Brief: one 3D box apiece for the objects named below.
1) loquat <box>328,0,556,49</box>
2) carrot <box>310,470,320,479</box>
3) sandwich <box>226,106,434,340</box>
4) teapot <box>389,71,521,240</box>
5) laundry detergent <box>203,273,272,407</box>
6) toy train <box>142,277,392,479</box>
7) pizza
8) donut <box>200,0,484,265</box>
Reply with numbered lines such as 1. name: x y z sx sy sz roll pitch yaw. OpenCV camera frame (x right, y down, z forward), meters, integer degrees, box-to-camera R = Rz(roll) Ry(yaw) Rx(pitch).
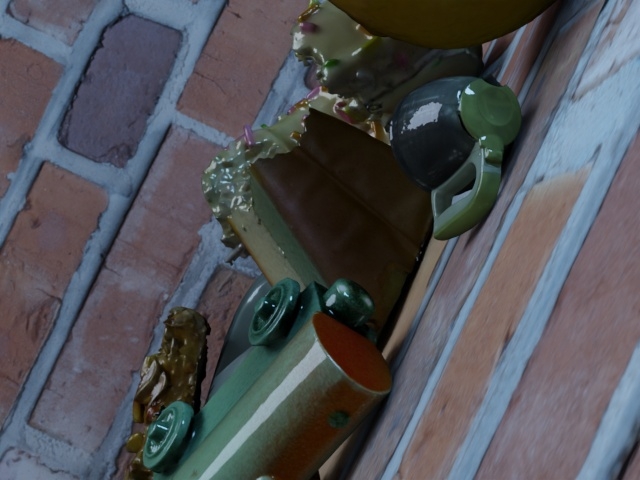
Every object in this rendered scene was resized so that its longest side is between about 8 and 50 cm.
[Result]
1. loquat: 0.104 -0.341 1.260 0.359 0.328 0.328 -43 12 24
2. carrot: -0.026 0.237 1.273 0.170 0.042 0.042 -75 11 -68
3. sandwich: 0.000 0.000 1.445 0.108 0.186 0.220 116 178 -56
4. teapot: 0.118 -0.074 1.172 0.092 0.124 0.091 -18 -6 -31
5. laundry detergent: -0.076 0.196 1.702 0.398 0.125 0.264 -72 4 -64
6. toy train: -0.048 0.161 1.257 0.285 0.116 0.177 -48 24 18
7. pizza: -0.184 0.244 1.754 0.251 0.074 0.287 94 -172 -66
8. donut: 0.033 -0.147 1.669 0.307 0.150 0.371 -26 -19 -41
